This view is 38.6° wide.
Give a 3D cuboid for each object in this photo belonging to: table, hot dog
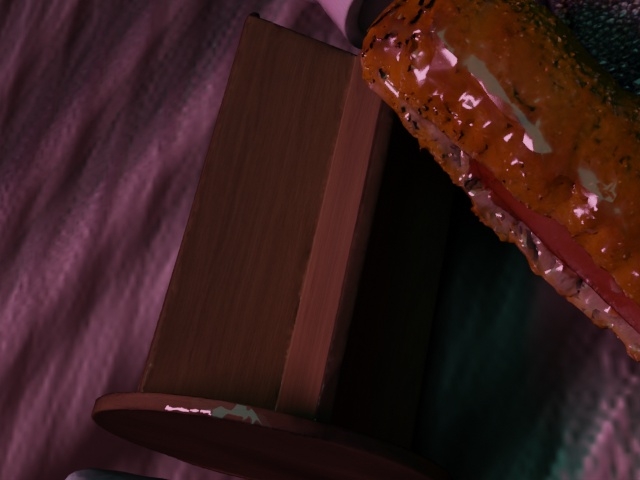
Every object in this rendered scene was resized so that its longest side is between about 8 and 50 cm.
[{"bbox_3d":[0.000,0.000,0.461,0.167,0.167,0.226,1,66,27],"label":"table"},{"bbox_3d":[0.133,-0.004,0.378,0.083,0.068,0.289,-44,82,-4],"label":"hot dog"}]

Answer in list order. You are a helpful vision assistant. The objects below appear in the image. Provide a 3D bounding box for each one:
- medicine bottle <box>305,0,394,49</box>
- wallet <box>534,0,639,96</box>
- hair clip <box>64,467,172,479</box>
[{"bbox_3d":[-0.017,-0.227,0.566,0.095,0.095,0.260,-36,60,12],"label":"medicine bottle"},{"bbox_3d":[0.217,-0.155,0.450,0.221,0.071,0.262,-20,63,25],"label":"wallet"},{"bbox_3d":[-0.012,0.257,0.307,0.238,0.392,0.318,2,74,55],"label":"hair clip"}]
